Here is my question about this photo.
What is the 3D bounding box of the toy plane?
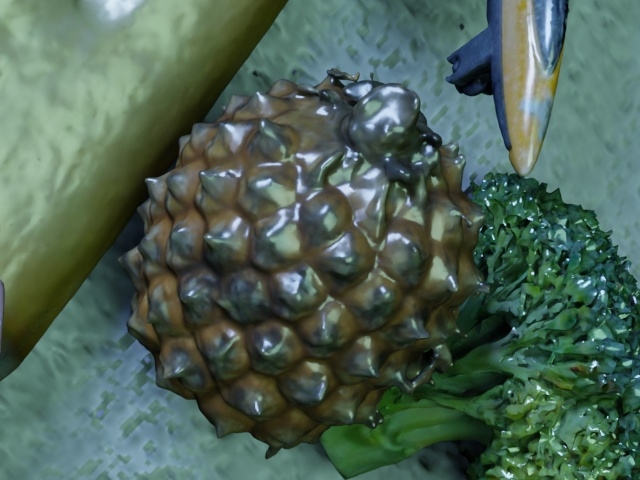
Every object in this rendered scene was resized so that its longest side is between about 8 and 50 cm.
[{"bbox_3d":[0.099,-0.175,0.920,0.204,0.103,0.316,15,74,-26],"label":"toy plane"}]

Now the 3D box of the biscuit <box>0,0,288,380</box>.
[{"bbox_3d":[-0.153,-0.102,0.842,0.237,0.062,0.290,42,76,-25],"label":"biscuit"}]

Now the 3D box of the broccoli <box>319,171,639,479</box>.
[{"bbox_3d":[0.084,0.073,0.955,0.194,0.194,0.219,-42,135,-16],"label":"broccoli"}]

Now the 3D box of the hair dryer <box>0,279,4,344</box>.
[{"bbox_3d":[-0.259,0.165,0.788,0.210,0.125,0.352,6,108,-11],"label":"hair dryer"}]

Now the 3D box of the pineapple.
[{"bbox_3d":[0.000,0.000,0.842,0.166,0.166,0.193,4,138,-27],"label":"pineapple"}]
